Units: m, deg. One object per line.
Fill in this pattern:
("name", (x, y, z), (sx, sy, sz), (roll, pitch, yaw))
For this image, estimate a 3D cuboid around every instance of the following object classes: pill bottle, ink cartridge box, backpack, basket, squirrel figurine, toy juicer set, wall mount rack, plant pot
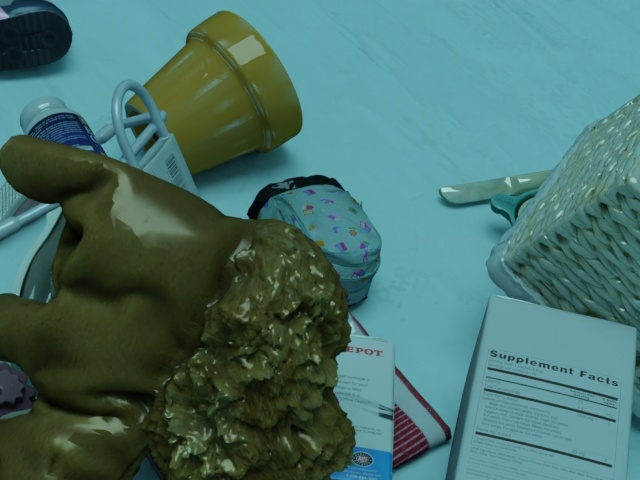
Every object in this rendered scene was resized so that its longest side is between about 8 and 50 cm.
("pill bottle", (-0.348, -0.121, 1.777), (0.094, 0.094, 0.169), (-17, 49, -24))
("ink cartridge box", (0.003, 0.202, 1.448), (0.148, 0.086, 0.203), (9, 44, -3))
("backpack", (0.000, 0.000, 1.689), (0.152, 0.115, 0.182), (-12, 49, -24))
("basket", (0.441, -0.001, 1.563), (0.328, 0.266, 0.331), (43, 53, -2))
("squirrel figurine", (-0.164, 0.147, 1.262), (0.397, 0.281, 0.370), (14, 75, 20))
("toy juicer set", (0.349, -0.034, 1.797), (0.209, 0.089, 0.329), (-26, 53, -31))
("wall mount rack", (-0.229, 0.005, 1.530), (0.130, 0.350, 0.304), (-12, 24, 22))
("plant pot", (-0.159, -0.184, 1.817), (0.188, 0.205, 0.205), (-36, 57, -18))

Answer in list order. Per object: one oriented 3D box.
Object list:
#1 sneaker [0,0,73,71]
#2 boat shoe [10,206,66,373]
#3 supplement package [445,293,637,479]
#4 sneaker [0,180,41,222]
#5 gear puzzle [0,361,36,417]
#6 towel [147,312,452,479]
("sneaker", (-0.538, -0.310, 1.960), (0.319, 0.112, 0.131), (-3, 27, -15))
("boat shoe", (-0.307, 0.044, 1.598), (0.091, 0.109, 0.305), (5, 39, 3))
("supplement package", (0.233, 0.233, 1.429), (0.175, 0.177, 0.293), (13, 43, 6))
("sneaker", (-0.413, -0.031, 1.713), (0.134, 0.070, 0.051), (-45, 70, -8))
("gear puzzle", (-0.299, 0.264, 1.363), (0.175, 0.044, 0.339), (-22, 63, -46))
("towel", (-0.042, 0.206, 1.520), (0.329, 0.037, 0.237), (-20, 51, -28))
